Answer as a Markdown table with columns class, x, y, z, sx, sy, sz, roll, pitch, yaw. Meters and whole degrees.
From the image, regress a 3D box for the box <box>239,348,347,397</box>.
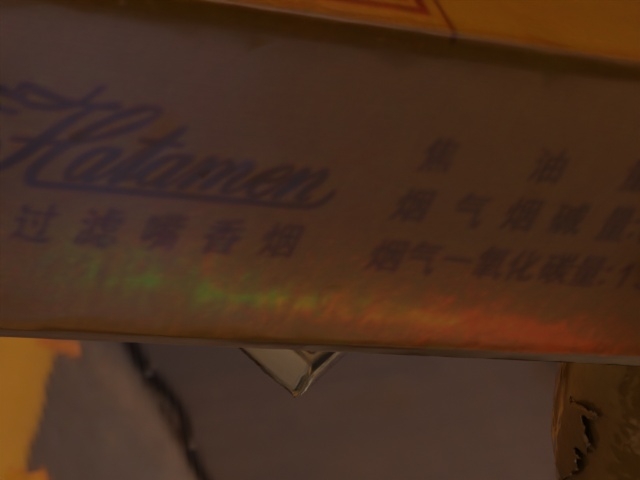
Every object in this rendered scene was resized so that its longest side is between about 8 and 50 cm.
| class | x | y | z | sx | sy | sz | roll | pitch | yaw |
| --- | --- | --- | --- | --- | --- | --- | --- | --- | --- |
| box | 0.000 | 0.000 | 1.104 | 0.177 | 0.115 | 0.036 | -41 | -15 | -42 |

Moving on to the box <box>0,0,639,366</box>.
| class | x | y | z | sx | sy | sz | roll | pitch | yaw |
| --- | --- | --- | --- | --- | --- | --- | --- | --- | --- |
| box | -0.084 | -0.093 | 0.545 | 0.115 | 0.415 | 0.264 | -62 | 37 | 32 |

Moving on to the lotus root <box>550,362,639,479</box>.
| class | x | y | z | sx | sy | sz | roll | pitch | yaw |
| --- | --- | --- | --- | --- | --- | --- | --- | --- | --- |
| lotus root | 0.171 | 0.023 | 0.793 | 0.146 | 0.131 | 0.303 | -78 | -3 | -58 |
